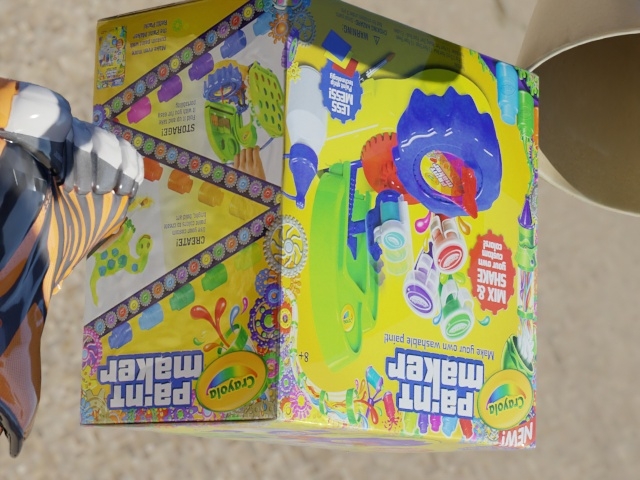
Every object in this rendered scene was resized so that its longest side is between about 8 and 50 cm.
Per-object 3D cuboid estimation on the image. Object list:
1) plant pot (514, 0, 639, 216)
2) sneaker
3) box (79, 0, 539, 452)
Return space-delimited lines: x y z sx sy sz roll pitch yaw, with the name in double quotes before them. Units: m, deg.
"plant pot" 0.284 -0.198 1.567 0.256 0.256 0.274 51 40 -50
"sneaker" -0.178 0.018 1.040 0.321 0.124 0.180 35 65 -82
"box" 0.000 0.000 1.380 0.290 0.177 0.279 12 77 -50
